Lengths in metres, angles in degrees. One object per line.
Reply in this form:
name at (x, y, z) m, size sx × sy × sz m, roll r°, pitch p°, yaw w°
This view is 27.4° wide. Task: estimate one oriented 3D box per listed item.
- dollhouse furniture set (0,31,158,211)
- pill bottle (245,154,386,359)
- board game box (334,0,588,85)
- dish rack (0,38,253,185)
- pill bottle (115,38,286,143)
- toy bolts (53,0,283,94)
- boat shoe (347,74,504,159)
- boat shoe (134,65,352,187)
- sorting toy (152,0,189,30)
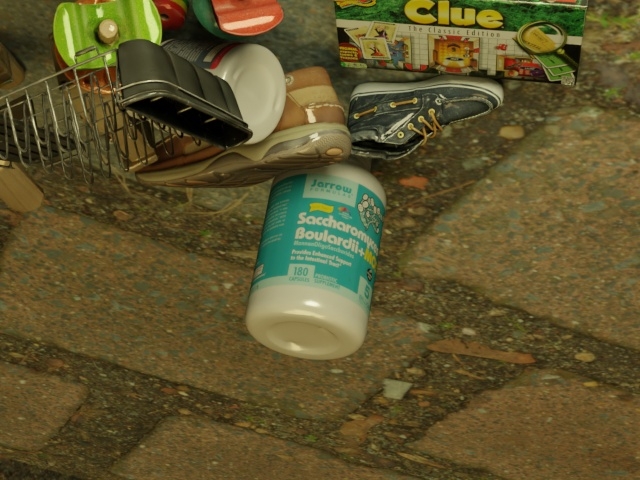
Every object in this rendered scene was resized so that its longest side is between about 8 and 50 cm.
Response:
dollhouse furniture set at (-0.340, -0.126, 1.542) m, size 0.242 × 0.212 × 0.161 m, roll -25°, pitch 142°, yaw 8°
pill bottle at (0.000, 0.000, 1.590) m, size 0.146 × 0.264 × 0.146 m, roll 7°, pitch 152°, yaw 4°
board game box at (0.145, -0.222, 1.382) m, size 0.260 × 0.030 × 0.136 m, roll 6°, pitch 149°, yaw 9°
dish rack at (-0.227, -0.110, 1.277) m, size 0.271 × 0.074 × 0.208 m, roll -18°, pitch 165°, yaw 20°
pill bottle at (-0.137, -0.167, 1.440) m, size 0.180 × 0.108 × 0.108 m, roll 12°, pitch 158°, yaw 39°
toy bolts at (-0.160, -0.261, 1.323) m, size 0.228 × 0.218 × 0.158 m, roll -7°, pitch -179°, yaw -11°
boat shoe at (0.116, -0.136, 1.491) m, size 0.183 × 0.083 × 0.065 m, roll -3°, pitch 149°, yaw 23°
boat shoe at (-0.096, -0.129, 1.548) m, size 0.324 × 0.116 × 0.123 m, roll -10°, pitch 173°, yaw 38°
sorting toy at (-0.264, -0.294, 1.370) m, size 0.274 × 0.046 × 0.132 m, roll 17°, pitch 151°, yaw -11°
